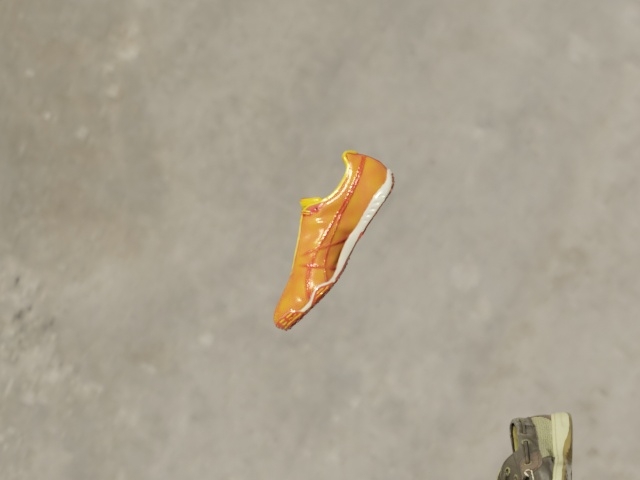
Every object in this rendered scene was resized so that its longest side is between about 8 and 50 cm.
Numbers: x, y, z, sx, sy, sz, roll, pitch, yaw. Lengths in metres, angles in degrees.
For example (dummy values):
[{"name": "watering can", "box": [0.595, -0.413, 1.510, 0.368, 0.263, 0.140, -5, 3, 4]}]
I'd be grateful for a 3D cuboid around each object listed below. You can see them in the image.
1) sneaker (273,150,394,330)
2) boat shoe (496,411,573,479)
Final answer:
[{"name": "sneaker", "box": [0.000, 0.000, 1.630, 0.067, 0.064, 0.175, 30, 86, 0]}, {"name": "boat shoe", "box": [0.208, 0.238, 1.771, 0.073, 0.080, 0.223, -1, 24, 10]}]
